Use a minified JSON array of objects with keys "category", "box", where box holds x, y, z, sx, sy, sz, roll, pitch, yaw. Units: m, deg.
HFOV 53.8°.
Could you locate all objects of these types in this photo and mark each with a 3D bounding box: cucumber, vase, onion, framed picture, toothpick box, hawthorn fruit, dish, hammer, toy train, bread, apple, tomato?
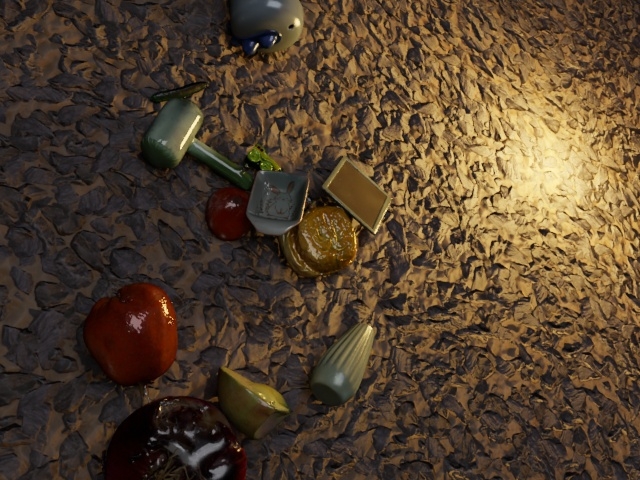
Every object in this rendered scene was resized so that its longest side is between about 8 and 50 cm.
[{"category":"cucumber","box":[-0.409,-0.431,1.838,0.184,0.033,0.036,-24,107,-32]},{"category":"vase","box":[0.071,0.327,1.714,0.128,0.128,0.248,43,48,-5]},{"category":"onion","box":[-0.319,0.491,1.390,0.313,0.232,0.314,0,90,-6]},{"category":"framed picture","box":[0.114,-0.143,1.931,0.217,0.017,0.274,43,32,-5]},{"category":"toothpick box","box":[-0.181,-0.748,1.980,0.262,0.263,0.355,6,68,-25]},{"category":"hawthorn fruit","box":[-0.422,0.249,1.452,0.211,0.211,0.299,-14,87,-31]},{"category":"dish","box":[-0.121,-0.093,1.751,0.153,0.064,0.234,9,46,1]},{"category":"hammer","box":[-0.321,-0.241,1.766,0.335,0.119,0.207,33,60,-19]},{"category":"toy train","box":[-0.119,-0.178,1.867,0.249,0.053,0.085,43,51,-6]},{"category":"bread","box":[0.001,0.003,1.811,0.236,0.120,0.198,-17,80,-31]},{"category":"apple","box":[-0.179,0.387,1.513,0.193,0.265,0.120,34,80,14]},{"category":"tomato","box":[-0.243,-0.083,1.741,0.138,0.091,0.159,14,66,-19]}]
